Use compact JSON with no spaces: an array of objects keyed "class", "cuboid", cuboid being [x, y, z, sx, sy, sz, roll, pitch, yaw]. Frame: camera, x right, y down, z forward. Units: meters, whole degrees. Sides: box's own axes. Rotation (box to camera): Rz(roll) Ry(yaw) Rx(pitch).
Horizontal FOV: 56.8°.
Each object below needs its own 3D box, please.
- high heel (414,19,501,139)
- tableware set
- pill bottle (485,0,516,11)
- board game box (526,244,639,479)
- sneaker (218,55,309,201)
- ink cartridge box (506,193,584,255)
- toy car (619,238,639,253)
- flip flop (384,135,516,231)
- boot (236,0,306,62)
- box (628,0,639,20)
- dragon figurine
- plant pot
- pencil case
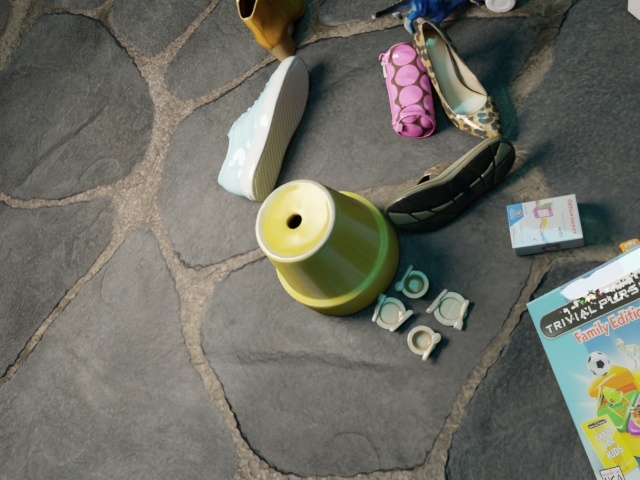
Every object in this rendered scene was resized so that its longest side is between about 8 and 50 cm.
[{"class":"high heel","cuboid":[0.272,-0.319,1.186,0.093,0.186,0.261,-34,60,10]},{"class":"tableware set","cuboid":[0.190,0.136,1.140,0.169,0.020,0.141,35,90,25]},{"class":"pill bottle","cuboid":[0.399,-0.565,1.292,0.065,0.065,0.116,4,72,27]},{"class":"board game box","cuboid":[0.486,0.197,0.880,0.254,0.079,0.335,-42,53,43]},{"class":"sneaker","cuboid":[-0.148,-0.278,1.402,0.150,0.135,0.365,15,77,26]},{"class":"ink cartridge box","cuboid":[0.413,-0.028,1.086,0.123,0.052,0.088,-10,67,21]},{"class":"toy car","cuboid":[0.574,0.018,0.998,0.122,0.040,0.060,-6,68,24]},{"class":"flip flop","cuboid":[0.252,-0.116,1.175,0.277,0.112,0.080,-37,34,11]},{"class":"boot","cuboid":[-0.125,-0.614,1.475,0.104,0.211,0.294,-8,67,22]},{"class":"box","cuboid":[0.648,-0.461,1.112,0.087,0.102,0.101,-36,61,11]},{"class":"dragon figurine","cuboid":[0.231,-0.527,1.280,0.085,0.289,0.144,61,139,32]},{"class":"plant pot","cuboid":[0.000,0.000,1.164,0.254,0.239,0.253,-10,66,23]},{"class":"pencil case","cuboid":[0.188,-0.325,1.286,0.098,0.095,0.209,-1,64,-12]}]
